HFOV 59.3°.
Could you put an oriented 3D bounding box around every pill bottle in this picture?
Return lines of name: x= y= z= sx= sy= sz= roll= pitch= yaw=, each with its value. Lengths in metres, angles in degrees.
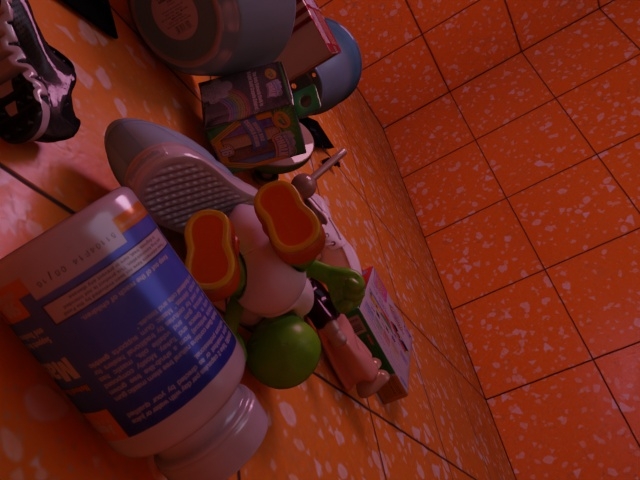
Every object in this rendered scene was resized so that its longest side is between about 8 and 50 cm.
pill bottle: x=-0.167 y=0.100 z=0.528 sx=0.272 sy=0.152 sz=0.152 roll=59 pitch=17 yaw=-15

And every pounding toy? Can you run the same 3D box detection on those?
pounding toy: x=-0.090 y=-0.169 z=1.211 sx=0.236 sy=0.110 sz=0.183 roll=31 pitch=48 yaw=11

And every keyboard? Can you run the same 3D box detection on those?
keyboard: x=-0.014 y=-0.320 z=1.823 sx=0.202 sy=0.033 sz=0.317 roll=58 pitch=17 yaw=4

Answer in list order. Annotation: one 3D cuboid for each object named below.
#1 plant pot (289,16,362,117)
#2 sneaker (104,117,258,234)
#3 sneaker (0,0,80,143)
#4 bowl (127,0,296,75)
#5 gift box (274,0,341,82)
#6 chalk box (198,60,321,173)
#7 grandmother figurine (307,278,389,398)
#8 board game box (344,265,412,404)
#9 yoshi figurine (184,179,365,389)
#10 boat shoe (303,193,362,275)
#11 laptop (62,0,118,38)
plant pot: x=-0.040 y=-0.482 z=1.627 sx=0.272 sy=0.271 sz=0.255 roll=57 pitch=32 yaw=-19
sneaker: x=-0.170 y=-0.067 z=0.818 sx=0.150 sy=0.135 sz=0.366 roll=47 pitch=-3 yaw=27
sneaker: x=-0.335 y=-0.210 z=0.632 sx=0.235 sy=0.078 sz=0.106 roll=69 pitch=14 yaw=6
bowl: x=-0.214 y=-0.420 z=0.998 sx=0.312 sy=0.311 sz=0.163 roll=57 pitch=37 yaw=-21
gift box: x=-0.129 y=-0.486 z=1.335 sx=0.255 sy=0.258 sz=0.276 roll=60 pitch=18 yaw=-8
chalk box: x=-0.105 y=-0.236 z=1.061 sx=0.132 sy=0.212 sz=0.133 roll=75 pitch=0 yaw=-56
grandmother figurine: x=0.009 y=0.149 z=1.088 sx=0.343 sy=0.104 sz=0.208 roll=55 pitch=-9 yaw=-15
board game box: x=0.146 y=0.224 z=1.418 sx=0.242 sy=0.064 sz=0.316 roll=61 pitch=17 yaw=-7
yoshi figurine: x=-0.058 y=0.094 z=0.750 sx=0.362 sy=0.203 sz=0.203 roll=84 pitch=30 yaw=-64
boat shoe: x=0.000 y=0.000 z=1.281 sx=0.277 sy=0.098 sz=0.096 roll=61 pitch=15 yaw=26
laptop: x=-0.369 y=-0.492 z=0.842 sx=0.234 sy=0.136 sz=0.265 roll=27 pitch=39 yaw=-62
